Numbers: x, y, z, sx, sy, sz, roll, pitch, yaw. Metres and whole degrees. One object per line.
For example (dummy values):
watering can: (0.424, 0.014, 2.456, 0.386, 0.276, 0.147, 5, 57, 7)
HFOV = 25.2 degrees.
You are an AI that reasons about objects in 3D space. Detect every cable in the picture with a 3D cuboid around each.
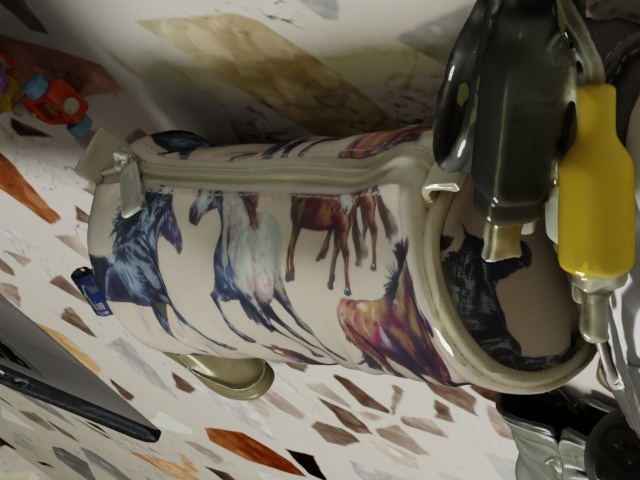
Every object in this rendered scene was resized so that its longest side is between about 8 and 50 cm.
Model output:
cable: (0.103, -0.105, 0.603, 0.139, 0.072, 0.287, -118, 29, -56)

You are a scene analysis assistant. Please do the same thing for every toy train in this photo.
toy train: (-0.247, -0.143, 1.090, 0.166, 0.046, 0.125, 41, 155, -29)

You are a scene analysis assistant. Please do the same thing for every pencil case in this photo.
pencil case: (0.000, 0.000, 0.901, 0.184, 0.159, 0.410, 33, 161, -32)

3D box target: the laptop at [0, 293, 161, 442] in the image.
laptop: (-0.299, -0.084, 1.068, 0.408, 0.236, 0.382, 32, 179, -44)

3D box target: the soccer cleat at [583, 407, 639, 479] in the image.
soccer cleat: (0.330, 0.216, 0.992, 0.318, 0.108, 0.116, 23, 160, 17)

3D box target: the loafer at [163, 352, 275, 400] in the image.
loafer: (-0.114, 0.112, 1.425, 0.148, 0.056, 0.050, 23, 162, 22)

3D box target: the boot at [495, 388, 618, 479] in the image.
boot: (0.248, 0.198, 1.099, 0.247, 0.083, 0.161, 19, 149, 27)

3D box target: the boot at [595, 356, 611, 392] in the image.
boot: (0.214, 0.068, 0.923, 0.118, 0.042, 0.087, 31, 150, -32)

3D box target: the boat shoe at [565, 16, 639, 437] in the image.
boat shoe: (0.188, 0.019, 0.760, 0.095, 0.112, 0.335, 35, 155, 46)
